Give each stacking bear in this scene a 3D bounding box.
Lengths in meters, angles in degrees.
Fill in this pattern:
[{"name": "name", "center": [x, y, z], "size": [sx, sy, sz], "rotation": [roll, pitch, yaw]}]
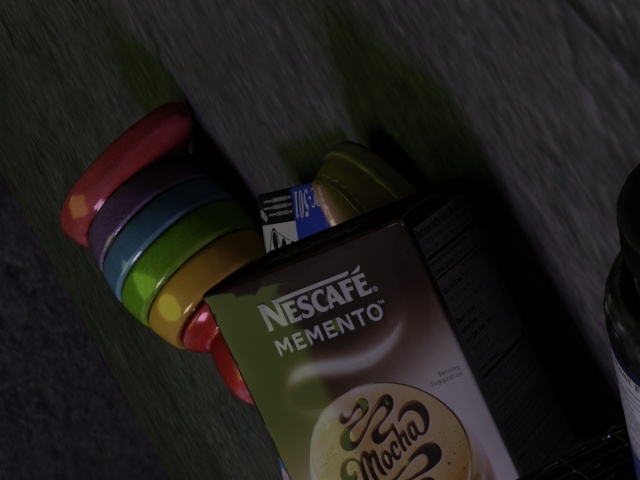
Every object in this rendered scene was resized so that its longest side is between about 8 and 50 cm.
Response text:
[{"name": "stacking bear", "center": [-0.104, 0.038, 1.919], "size": [0.289, 0.164, 0.175], "rotation": [47, 163, 20]}]

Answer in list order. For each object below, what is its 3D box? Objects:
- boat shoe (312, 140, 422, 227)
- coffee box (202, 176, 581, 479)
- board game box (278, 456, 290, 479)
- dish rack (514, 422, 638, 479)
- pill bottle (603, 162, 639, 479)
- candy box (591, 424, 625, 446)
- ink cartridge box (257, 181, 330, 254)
[{"name": "boat shoe", "center": [0.080, 0.087, 1.478], "size": [0.341, 0.110, 0.121], "rotation": [58, 166, -5]}, {"name": "coffee box", "center": [0.067, 0.128, 1.374], "size": [0.297, 0.168, 0.119], "rotation": [65, -152, -6]}, {"name": "board game box", "center": [0.038, 0.144, 1.637], "size": [0.039, 0.160, 0.211], "rotation": [51, 164, 27]}, {"name": "dish rack", "center": [0.219, 0.186, 1.059], "size": [0.271, 0.208, 0.074], "rotation": [38, 144, 53]}, {"name": "pill bottle", "center": [0.205, 0.056, 0.972], "size": [0.123, 0.123, 0.219], "rotation": [44, 160, 43]}, {"name": "candy box", "center": [0.248, 0.242, 1.262], "size": [0.159, 0.071, 0.233], "rotation": [32, 157, 44]}, {"name": "ink cartridge box", "center": [0.000, 0.000, 1.631], "size": [0.207, 0.046, 0.097], "rotation": [174, 87, -74]}]
